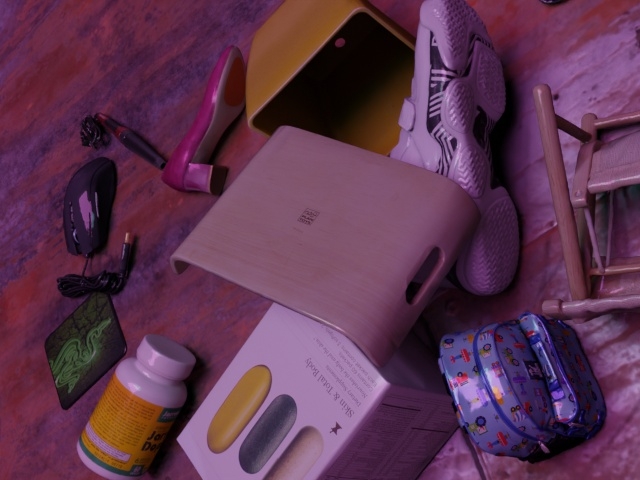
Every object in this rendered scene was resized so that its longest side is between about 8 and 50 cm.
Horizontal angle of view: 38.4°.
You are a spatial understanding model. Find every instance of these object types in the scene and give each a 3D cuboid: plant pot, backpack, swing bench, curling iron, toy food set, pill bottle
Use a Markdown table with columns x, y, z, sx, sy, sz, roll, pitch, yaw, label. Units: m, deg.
| x | y | z | sx | sy | sz | roll | pitch | yaw | label |
| --- | --- | --- | --- | --- | --- | --- | --- | --- | --- |
| 0.022 | -0.239 | 1.246 | 0.212 | 0.212 | 0.187 | -43 | 44 | 22 | plant pot |
| 0.210 | 0.154 | 0.991 | 0.117 | 0.173 | 0.158 | -32 | 59 | 29 | backpack |
| 0.368 | -0.047 | 0.931 | 0.253 | 0.165 | 0.254 | -9 | 78 | 37 | swing bench |
| -0.347 | -0.170 | 1.628 | 0.274 | 0.035 | 0.068 | 26 | 99 | 41 | curling iron |
| 0.000 | 0.000 | 1.049 | 0.306 | 0.092 | 0.219 | 21 | 62 | 32 | toy food set |
| -0.275 | 0.252 | 1.398 | 0.118 | 0.118 | 0.208 | 36 | 101 | 39 | pill bottle |

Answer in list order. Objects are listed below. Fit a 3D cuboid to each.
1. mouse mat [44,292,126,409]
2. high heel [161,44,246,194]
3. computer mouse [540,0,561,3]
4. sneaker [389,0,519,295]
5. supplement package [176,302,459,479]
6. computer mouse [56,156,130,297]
| x | y | z | sx | sy | sz | roll | pitch | yaw | label |
| --- | --- | --- | --- | --- | --- | --- | --- | --- | --- |
| -0.414 | 0.185 | 1.603 | 0.190 | 0.007 | 0.152 | -43 | 55 | 23 | mouse mat |
| -0.191 | -0.196 | 1.479 | 0.117 | 0.082 | 0.244 | 14 | 100 | 31 | high heel |
| 0.302 | -0.453 | 1.152 | 0.188 | 0.072 | 0.272 | -33 | 59 | 29 | computer mouse |
| 0.115 | -0.108 | 1.133 | 0.210 | 0.137 | 0.365 | -8 | 89 | 38 | sneaker |
| 0.005 | 0.220 | 1.123 | 0.262 | 0.198 | 0.199 | -55 | 51 | 13 | supplement package |
| -0.398 | -0.029 | 1.610 | 0.184 | 0.060 | 0.261 | 1 | 77 | 40 | computer mouse |
